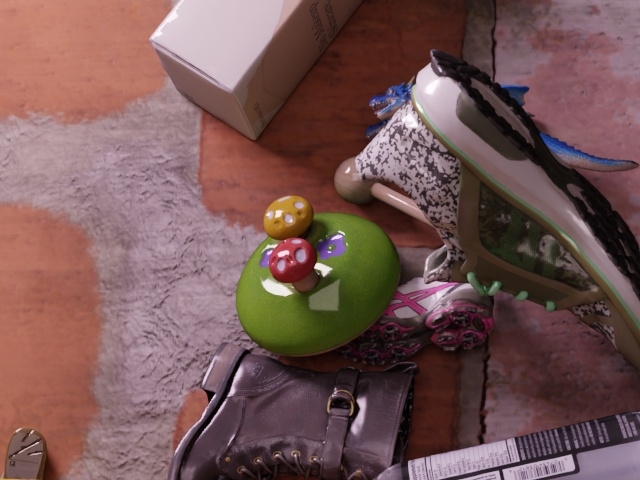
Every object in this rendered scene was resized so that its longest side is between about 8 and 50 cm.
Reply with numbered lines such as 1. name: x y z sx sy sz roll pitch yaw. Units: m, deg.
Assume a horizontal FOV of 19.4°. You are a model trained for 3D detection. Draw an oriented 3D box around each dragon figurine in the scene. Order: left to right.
1. dragon figurine: 0.190 -0.116 2.012 0.289 0.085 0.144 -9 69 7

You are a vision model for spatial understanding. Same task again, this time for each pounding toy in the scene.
1. pounding toy: 0.000 0.000 1.954 0.237 0.110 0.183 -43 45 -14

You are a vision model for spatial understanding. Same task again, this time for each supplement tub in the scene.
1. supplement tub: 0.184 0.295 1.798 0.338 0.207 0.207 -14 69 5

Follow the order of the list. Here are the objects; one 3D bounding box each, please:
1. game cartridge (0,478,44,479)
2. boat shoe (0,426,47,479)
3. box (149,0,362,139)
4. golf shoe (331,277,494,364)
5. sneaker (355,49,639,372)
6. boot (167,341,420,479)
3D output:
1. game cartridge: -0.270 0.346 1.780 0.324 0.285 0.053 53 125 44
2. boat shoe: -0.322 0.274 1.978 0.056 0.048 0.153 10 78 0
3. box: -0.040 -0.283 2.080 0.121 0.148 0.311 33 80 18
4. golf shoe: 0.092 0.080 1.976 0.186 0.067 0.086 -8 38 10
5. sneaker: 0.195 0.003 1.906 0.182 0.158 0.410 -39 98 21
6. boot: -0.025 0.226 1.919 0.229 0.091 0.263 12 70 14
